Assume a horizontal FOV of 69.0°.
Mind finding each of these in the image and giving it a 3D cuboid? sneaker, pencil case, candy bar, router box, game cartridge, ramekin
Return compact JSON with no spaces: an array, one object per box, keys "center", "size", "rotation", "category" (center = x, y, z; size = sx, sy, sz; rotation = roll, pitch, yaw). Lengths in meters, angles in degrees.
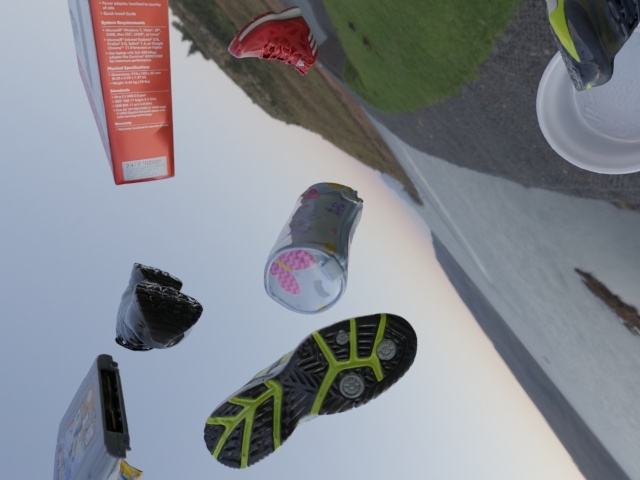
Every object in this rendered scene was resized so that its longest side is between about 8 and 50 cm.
[{"center":[-0.018,0.229,0.797],"size":[0.145,0.385,0.147],"rotation":[63,-178,0],"category":"sneaker"},{"center":[0.000,0.000,0.731],"size":[0.273,0.124,0.113],"rotation":[-68,-37,-61],"category":"pencil case"},{"center":[-0.267,0.126,0.738],"size":[0.109,0.130,0.286],"rotation":[26,177,-23],"category":"sneaker"},{"center":[-0.297,0.394,0.698],"size":[0.040,0.161,0.018],"rotation":[23,-163,8],"category":"candy bar"},{"center":[-0.286,-0.296,0.636],"size":[0.335,0.082,0.301],"rotation":[55,146,37],"category":"router box"},{"center":[0.343,-0.289,0.519],"size":[0.121,0.300,0.111],"rotation":[-1,143,50],"category":"sneaker"},{"center":[-0.433,0.375,0.871],"size":[0.062,0.198,0.297],"rotation":[31,-176,-35],"category":"game cartridge"},{"center":[0.579,-0.279,0.889],"size":[0.135,0.277,0.277],"rotation":[-30,-100,-37],"category":"ramekin"},{"center":[-0.079,-0.401,0.971],"size":[0.128,0.221,0.087],"rotation":[52,146,-8],"category":"sneaker"}]
